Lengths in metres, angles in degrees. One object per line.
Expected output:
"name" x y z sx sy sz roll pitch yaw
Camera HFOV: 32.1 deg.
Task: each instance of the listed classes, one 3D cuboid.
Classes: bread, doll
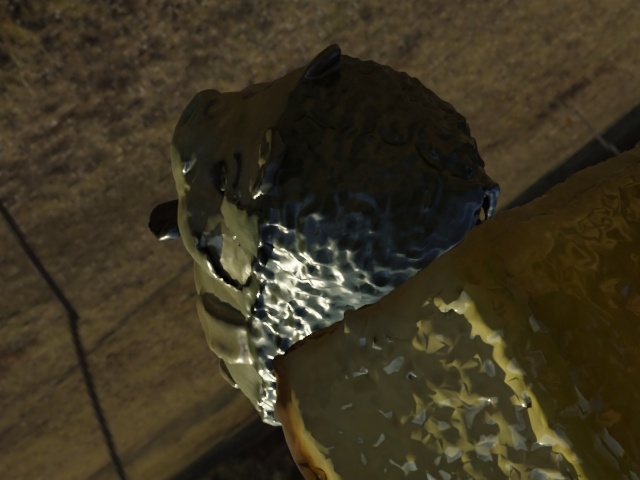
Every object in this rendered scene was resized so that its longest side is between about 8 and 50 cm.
"bread" 0.190 0.113 0.440 0.323 0.333 0.143 -22 166 -44
"doll" 0.000 0.000 0.809 0.247 0.247 0.349 -34 168 -20
